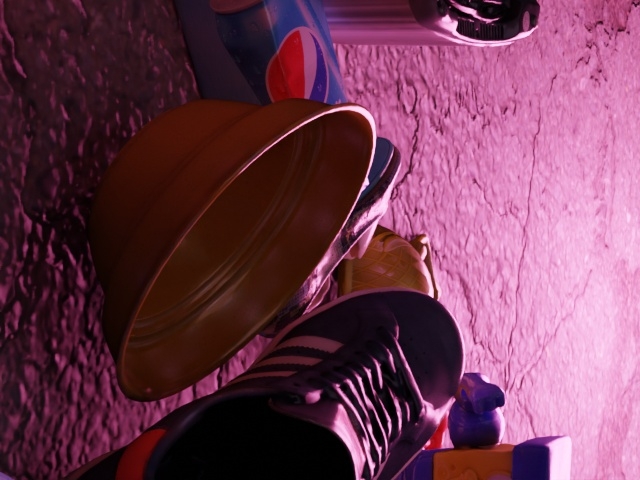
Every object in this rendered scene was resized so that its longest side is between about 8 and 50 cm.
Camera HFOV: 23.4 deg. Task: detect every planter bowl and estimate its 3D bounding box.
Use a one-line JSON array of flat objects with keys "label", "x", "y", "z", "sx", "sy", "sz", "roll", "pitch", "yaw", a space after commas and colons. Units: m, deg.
[{"label": "planter bowl", "x": -0.071, "y": -0.016, "z": 0.913, "sx": 0.217, "sy": 0.090, "sz": 0.217, "roll": -44, "pitch": 160, "yaw": -20}]

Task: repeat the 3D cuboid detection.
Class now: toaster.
[{"label": "toaster", "x": 0.050, "y": -0.198, "z": 1.078, "sx": 0.227, "sy": 0.146, "sz": 0.129, "roll": -7, "pitch": 96, "yaw": -58}]

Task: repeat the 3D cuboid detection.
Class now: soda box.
[{"label": "soda box", "x": -0.035, "y": -0.115, "z": 1.017, "sx": 0.067, "sy": 0.071, "sz": 0.210, "roll": -47, "pitch": 129, "yaw": -47}]

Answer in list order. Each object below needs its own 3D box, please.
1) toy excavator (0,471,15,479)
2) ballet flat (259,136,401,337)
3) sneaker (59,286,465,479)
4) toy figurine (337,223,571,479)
[{"label": "toy excavator", "x": -0.056, "y": 0.225, "z": 0.650, "sx": 0.433, "sy": 0.445, "sz": 0.222, "roll": 45, "pitch": 55, "yaw": -49}, {"label": "ballet flat", "x": 0.000, "y": 0.000, "z": 1.090, "sx": 0.188, "sy": 0.070, "sz": 0.070, "roll": -45, "pitch": 128, "yaw": -36}, {"label": "sneaker", "x": 0.000, "y": 0.121, "z": 0.936, "sx": 0.350, "sy": 0.148, "sz": 0.131, "roll": -32, "pitch": 95, "yaw": -40}, {"label": "toy figurine", "x": 0.129, "y": 0.165, "z": 1.155, "sx": 0.191, "sy": 0.217, "sz": 0.363, "roll": 3, "pitch": 90, "yaw": -58}]
